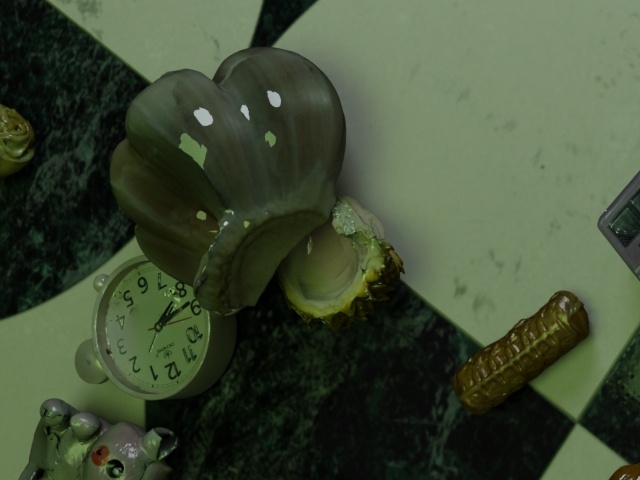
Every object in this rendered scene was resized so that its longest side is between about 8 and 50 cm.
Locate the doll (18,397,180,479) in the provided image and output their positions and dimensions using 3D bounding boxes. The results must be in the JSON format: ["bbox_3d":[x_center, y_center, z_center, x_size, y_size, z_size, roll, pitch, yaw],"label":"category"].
[{"bbox_3d":[-0.228,0.243,2.095,0.192,0.095,0.149,23,108,27],"label":"doll"}]

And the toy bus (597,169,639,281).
[{"bbox_3d":[0.342,-0.051,1.745,0.108,0.096,0.199,51,117,26],"label":"toy bus"}]

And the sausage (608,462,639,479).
[{"bbox_3d":[0.257,0.284,1.823,0.062,0.054,0.183,30,106,-8],"label":"sausage"}]

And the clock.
[{"bbox_3d":[-0.162,0.088,2.074,0.229,0.063,0.155,-29,73,26],"label":"clock"}]

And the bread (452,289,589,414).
[{"bbox_3d":[0.188,0.106,1.868,0.157,0.044,0.052,-41,65,25],"label":"bread"}]

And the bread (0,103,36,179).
[{"bbox_3d":[-0.470,-0.078,2.250,0.368,0.077,0.084,-15,81,30],"label":"bread"}]

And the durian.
[{"bbox_3d":[0.012,-0.003,1.963,0.140,0.078,0.224,-54,48,30],"label":"durian"}]

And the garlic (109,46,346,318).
[{"bbox_3d":[-0.093,-0.071,1.957,0.237,0.210,0.292,102,148,-42],"label":"garlic"}]
